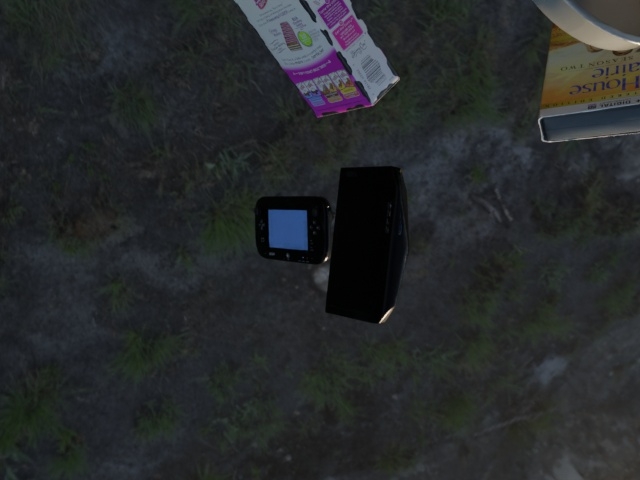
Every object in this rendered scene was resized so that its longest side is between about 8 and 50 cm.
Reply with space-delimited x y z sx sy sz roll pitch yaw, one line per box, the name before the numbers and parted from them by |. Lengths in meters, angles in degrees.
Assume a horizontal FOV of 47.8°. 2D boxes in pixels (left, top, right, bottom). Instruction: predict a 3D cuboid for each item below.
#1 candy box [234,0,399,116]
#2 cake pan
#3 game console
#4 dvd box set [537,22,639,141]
candy box | -0.009 -0.301 1.065 0.071 0.159 0.233 -47 115 -21
cake pan | 0.343 -0.358 0.881 0.293 0.293 0.054 -4 166 -24
game console | 0.000 0.000 1.086 0.044 0.361 0.213 7 89 -36
dvd box set | 0.556 -0.344 1.262 0.308 0.420 0.062 -3 136 28
